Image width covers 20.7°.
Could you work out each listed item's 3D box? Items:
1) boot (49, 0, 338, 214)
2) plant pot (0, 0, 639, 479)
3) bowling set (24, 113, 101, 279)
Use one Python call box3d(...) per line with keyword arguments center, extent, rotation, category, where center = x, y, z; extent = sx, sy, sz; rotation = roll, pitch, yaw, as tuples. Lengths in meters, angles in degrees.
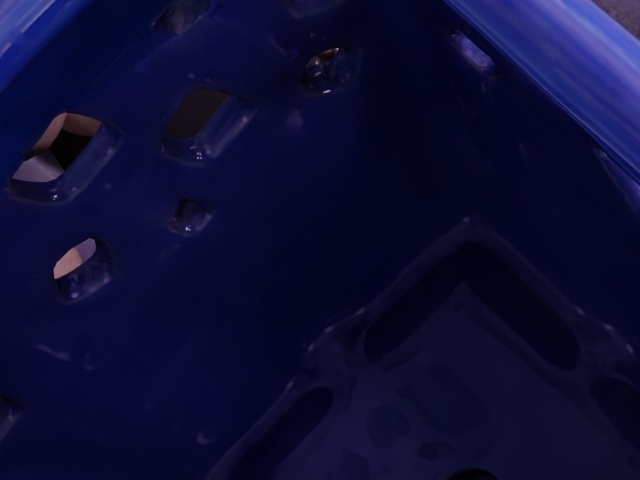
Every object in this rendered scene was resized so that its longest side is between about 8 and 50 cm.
box3d(center=(-0.006, -0.092, 0.628), extent=(0.138, 0.377, 0.284), rotation=(-37, 96, -44), category="boot")
box3d(center=(0.012, 0.063, 0.433), extent=(0.236, 0.236, 0.212), rotation=(46, 7, 22), category="plant pot")
box3d(center=(-0.116, -0.057, 0.533), extent=(0.154, 0.200, 0.287), rotation=(44, 16, -1), category="bowling set")
